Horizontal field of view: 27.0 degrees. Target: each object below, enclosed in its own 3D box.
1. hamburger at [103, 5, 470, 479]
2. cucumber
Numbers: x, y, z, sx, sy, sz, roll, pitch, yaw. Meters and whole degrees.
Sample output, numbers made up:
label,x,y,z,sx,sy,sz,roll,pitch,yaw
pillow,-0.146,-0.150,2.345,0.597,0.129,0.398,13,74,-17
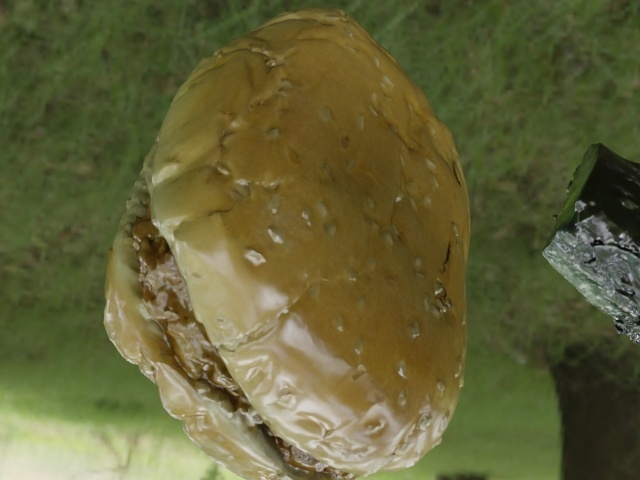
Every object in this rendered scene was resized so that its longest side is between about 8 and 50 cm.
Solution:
label,x,y,z,sx,sy,sz,roll,pitch,yaw
hamburger,-0.001,0.000,0.811,0.144,0.283,0.259,-26,129,33
cucumber,0.199,0.036,0.601,0.211,0.078,0.062,41,142,-5
